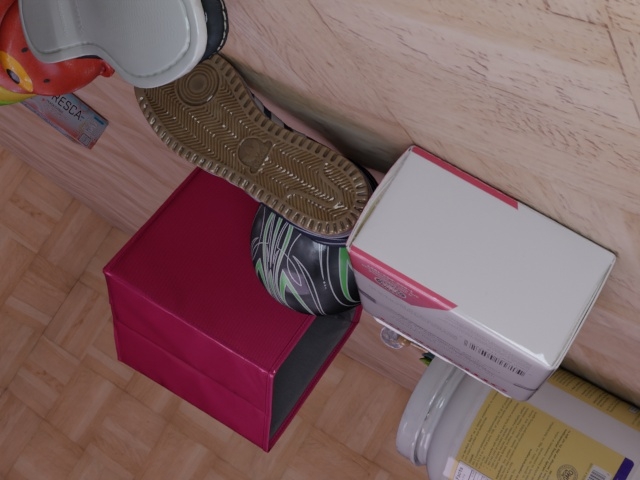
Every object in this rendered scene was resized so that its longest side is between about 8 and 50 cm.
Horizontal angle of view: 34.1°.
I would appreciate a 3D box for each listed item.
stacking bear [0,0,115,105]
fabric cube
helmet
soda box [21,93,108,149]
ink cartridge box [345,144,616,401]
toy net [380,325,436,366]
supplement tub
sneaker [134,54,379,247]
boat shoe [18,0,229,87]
[{"bbox_3d":[-0.336,-0.215,1.113,0.289,0.164,0.175,10,135,41],"label":"stacking bear"},{"bbox_3d":[-0.105,0.078,1.408,0.258,0.254,0.259,30,149,14],"label":"fabric cube"},{"bbox_3d":[0.000,0.000,1.174,0.169,0.169,0.162,26,-174,35],"label":"helmet"},{"bbox_3d":[-0.439,-0.225,1.717,0.063,0.058,0.183,23,167,46],"label":"soda box"},{"bbox_3d":[0.145,0.045,1.006,0.207,0.117,0.283,30,170,12],"label":"ink cartridge box"},{"bbox_3d":[0.167,0.197,2.003,0.122,0.045,0.232,37,170,-29],"label":"toy net"},{"bbox_3d":[0.297,0.290,1.442,0.331,0.241,0.241,28,170,25],"label":"supplement tub"},{"bbox_3d":[-0.054,-0.087,1.036,0.282,0.099,0.153,38,-176,18],"label":"sneaker"},{"bbox_3d":[-0.147,-0.189,0.835,0.303,0.091,0.114,23,124,50],"label":"boat shoe"}]
